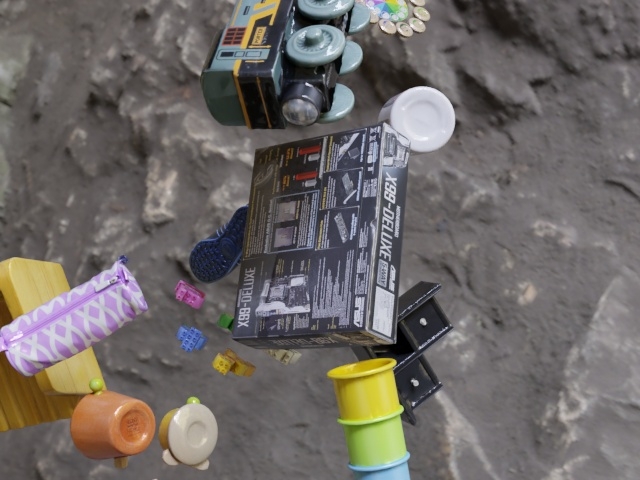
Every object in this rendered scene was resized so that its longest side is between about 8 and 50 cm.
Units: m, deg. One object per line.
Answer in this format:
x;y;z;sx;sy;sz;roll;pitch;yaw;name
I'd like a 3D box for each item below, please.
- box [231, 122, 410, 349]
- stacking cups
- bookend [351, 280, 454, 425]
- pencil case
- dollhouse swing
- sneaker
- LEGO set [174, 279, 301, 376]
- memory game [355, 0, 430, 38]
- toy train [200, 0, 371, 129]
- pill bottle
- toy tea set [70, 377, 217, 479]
0.000;0.000;1.430;0.242;0.076;0.308;-8;68;36;box
0.088;0.319;1.302;0.096;0.096;0.316;-13;90;50;stacking cups
0.148;0.171;1.516;0.156;0.157;0.072;-35;12;-15;bookend
-0.337;0.107;1.352;0.206;0.088;0.086;-32;74;-4;pencil case
-0.584;0.192;1.494;0.346;0.315;0.305;-15;8;25;dollhouse swing
-0.141;-0.001;1.729;0.232;0.090;0.081;-38;82;43;sneaker
-0.151;0.158;1.528;0.087;0.227;0.093;-60;-5;4;LEGO set
0.127;-0.458;1.882;0.012;0.186;0.186;127;151;-48;memory game
-0.041;-0.282;1.331;0.190;0.142;0.334;2;51;12;toy train
0.152;-0.195;1.643;0.108;0.108;0.180;-62;8;0;pill bottle
-0.276;0.359;1.351;0.124;0.200;0.336;-7;61;45;toy tea set
